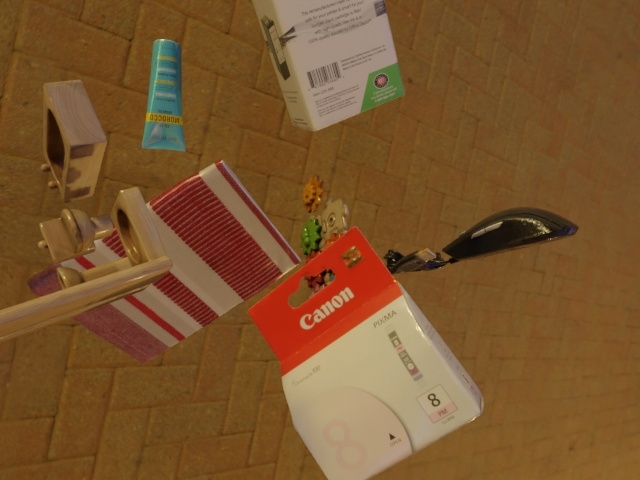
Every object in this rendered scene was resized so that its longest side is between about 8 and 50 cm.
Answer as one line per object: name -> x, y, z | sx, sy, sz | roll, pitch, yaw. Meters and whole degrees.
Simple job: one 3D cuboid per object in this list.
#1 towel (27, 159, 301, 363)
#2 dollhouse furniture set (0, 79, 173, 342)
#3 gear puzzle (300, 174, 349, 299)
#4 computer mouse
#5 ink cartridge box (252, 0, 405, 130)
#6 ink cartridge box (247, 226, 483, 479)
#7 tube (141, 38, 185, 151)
towel -> -0.222, 0.044, 0.726 | 0.329, 0.037, 0.237 | -32, 130, 5
dollhouse furniture set -> -0.206, -0.015, 0.331 | 0.123, 0.144, 0.151 | -22, 87, -34
gear puzzle -> 0.000, 0.000, 1.005 | 0.044, 0.175, 0.338 | 9, 58, -31
computer mouse -> 0.214, -0.003, 0.687 | 0.184, 0.262, 0.060 | -2, 77, -44
ink cartridge box -> 0.014, -0.382, 0.893 | 0.211, 0.121, 0.289 | -25, 115, -15
ink cartridge box -> 0.032, 0.132, 0.529 | 0.232, 0.189, 0.066 | 53, 18, 5
tube -> -0.301, -0.278, 0.920 | 0.080, 0.052, 0.206 | 2, 90, -15
